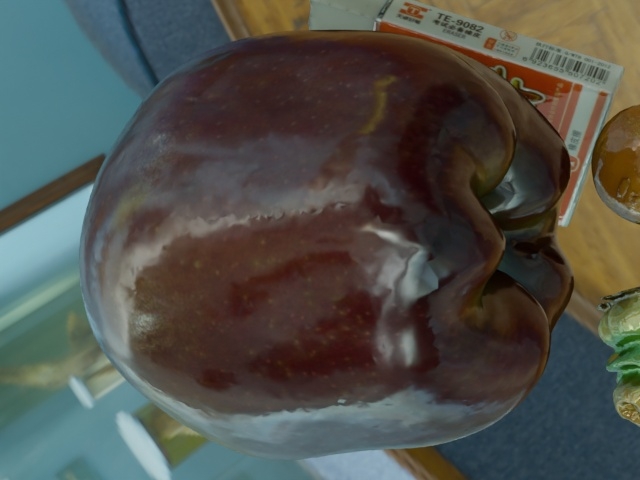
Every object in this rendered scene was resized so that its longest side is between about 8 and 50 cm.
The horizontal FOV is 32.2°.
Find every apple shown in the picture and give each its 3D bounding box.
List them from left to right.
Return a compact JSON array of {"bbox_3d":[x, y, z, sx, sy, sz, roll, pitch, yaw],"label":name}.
[{"bbox_3d":[0.000,0.000,0.720,0.317,0.288,0.288,-4,118,37],"label":"apple"}]

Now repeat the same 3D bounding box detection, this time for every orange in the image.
[{"bbox_3d":[0.216,-0.051,0.720,0.083,0.083,0.083,38,148,30],"label":"orange"}]

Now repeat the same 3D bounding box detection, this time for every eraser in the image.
[{"bbox_3d":[0.100,-0.104,0.849,0.230,0.038,0.157,21,147,13],"label":"eraser"}]

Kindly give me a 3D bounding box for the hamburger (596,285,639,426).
[{"bbox_3d":[0.360,0.107,0.960,0.237,0.237,0.149,147,121,-62],"label":"hamburger"}]
